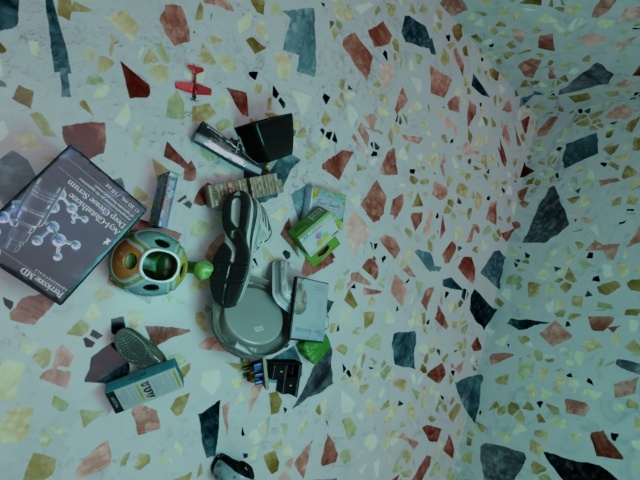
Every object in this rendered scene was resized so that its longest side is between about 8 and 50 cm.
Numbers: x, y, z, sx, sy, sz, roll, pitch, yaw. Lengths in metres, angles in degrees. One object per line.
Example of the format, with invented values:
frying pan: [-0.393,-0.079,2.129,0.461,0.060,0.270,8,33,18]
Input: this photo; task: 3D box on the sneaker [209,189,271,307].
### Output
sneaker: [-0.284,0.048,1.720,0.257,0.168,0.449,24,72,-66]

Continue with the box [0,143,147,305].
box: [-0.811,-0.050,1.354,0.293,0.211,0.396,46,66,-29]

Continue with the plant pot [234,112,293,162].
plant pot: [-0.219,-0.421,1.807,0.188,0.187,0.167,-26,111,-32]

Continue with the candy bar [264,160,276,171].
candy bar: [-0.199,-0.372,1.923,0.040,0.018,0.162,43,66,-29]

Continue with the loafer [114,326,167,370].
loafer: [-0.648,0.402,1.568,0.094,0.087,0.251,-34,118,-4]

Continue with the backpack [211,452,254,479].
backpack: [-0.349,0.952,1.738,0.151,0.181,0.115,34,72,-33]

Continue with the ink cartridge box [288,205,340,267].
ink cartridge box: [0.000,0.000,1.978,0.188,0.097,0.255,-41,127,-12]

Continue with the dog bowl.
dog bowl: [-0.278,0.315,1.733,0.348,0.102,0.349,19,47,-22]

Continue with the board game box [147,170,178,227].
board game box: [-0.574,-0.145,1.574,0.035,0.136,0.202,15,82,-36]

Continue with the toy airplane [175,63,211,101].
toy airplane: [-0.491,-0.621,1.693,0.151,0.028,0.152,-1,92,-39]

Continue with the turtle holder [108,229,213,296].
turtle holder: [-0.570,0.101,1.526,0.320,0.227,0.244,44,66,-29]

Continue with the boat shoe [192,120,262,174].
boat shoe: [-0.359,-0.372,1.745,0.306,0.113,0.105,28,85,-23]

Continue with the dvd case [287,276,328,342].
dvd case: [-0.048,0.286,1.773,0.180,0.022,0.254,16,73,-39]

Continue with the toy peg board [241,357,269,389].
toy peg board: [-0.279,0.527,1.805,0.079,0.160,0.162,-8,96,-20]

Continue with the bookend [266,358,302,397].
bookend: [-0.174,0.616,1.930,0.157,0.072,0.157,13,83,-36]

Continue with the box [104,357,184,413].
box: [-0.622,0.516,1.537,0.244,0.060,0.101,-18,116,-13]

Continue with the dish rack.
dish rack: [-0.074,0.237,1.888,0.332,0.072,0.286,42,23,-29]

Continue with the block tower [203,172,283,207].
block tower: [-0.322,-0.211,1.790,0.335,0.097,0.091,-17,101,-37]

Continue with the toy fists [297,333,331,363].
toy fists: [-0.059,0.435,2.001,0.142,0.096,0.280,-32,108,-42]

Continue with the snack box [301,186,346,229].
snack box: [0.016,-0.151,2.055,0.206,0.070,0.175,9,88,-37]
